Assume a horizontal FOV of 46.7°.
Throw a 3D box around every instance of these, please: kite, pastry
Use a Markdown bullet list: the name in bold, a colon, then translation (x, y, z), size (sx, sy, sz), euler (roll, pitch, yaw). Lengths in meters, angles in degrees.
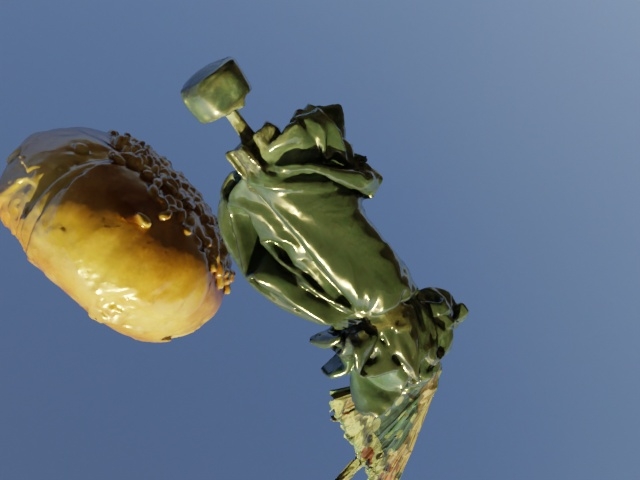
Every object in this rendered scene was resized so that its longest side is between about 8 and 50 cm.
- **kite**: translation (0.095, 0.346, 1.251), size (0.368, 0.014, 0.406), euler (-43, -44, -21)
- **pastry**: translation (-0.312, -0.023, 1.195), size (0.245, 0.409, 0.409), euler (-45, -81, -1)

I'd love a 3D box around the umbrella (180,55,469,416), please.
- **umbrella**: translation (0.001, -0.002, 0.631), size (0.143, 0.094, 0.348), euler (-42, -64, -10)
